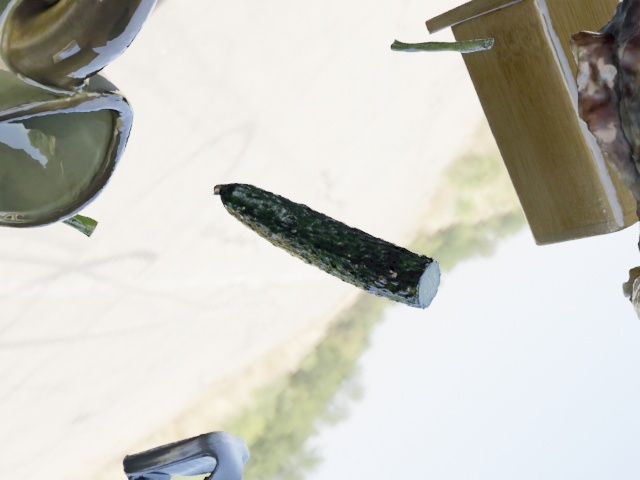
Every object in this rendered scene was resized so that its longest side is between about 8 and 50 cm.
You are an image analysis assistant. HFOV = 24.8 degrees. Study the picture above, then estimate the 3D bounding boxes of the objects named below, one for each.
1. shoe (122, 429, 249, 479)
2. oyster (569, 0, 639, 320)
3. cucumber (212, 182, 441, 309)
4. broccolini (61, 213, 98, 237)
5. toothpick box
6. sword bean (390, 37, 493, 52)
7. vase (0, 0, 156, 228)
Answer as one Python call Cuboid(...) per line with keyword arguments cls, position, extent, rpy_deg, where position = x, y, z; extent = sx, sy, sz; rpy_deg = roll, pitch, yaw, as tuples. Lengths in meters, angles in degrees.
Cuboid(cls="shoe", position=(-0.135, 0.269, 1.626), extent=(0.108, 0.093, 0.241), rpy_deg=(-16, 169, 10))
Cuboid(cls="oyster", position=(0.274, -0.096, 0.984), extent=(0.275, 0.271, 0.100), rpy_deg=(-33, 140, 1))
Cuboid(cls="cucumber", position=(0.000, 0.000, 1.663), extent=(0.067, 0.293, 0.067), rpy_deg=(-46, 149, -39))
Cuboid(cls="broccolini", position=(-0.341, -0.071, 1.558), extent=(0.054, 0.239, 0.051), rpy_deg=(-53, 168, -46))
Cuboid(cls="toothpick box", position=(0.291, -0.168, 1.711), extent=(0.187, 0.308, 0.190), rpy_deg=(-29, -170, -41))
Cuboid(cls="sword bean", position=(0.085, -0.136, 1.018), extent=(0.083, 0.012, 0.012), rpy_deg=(4, -150, 36))
Cuboid(cls="vase", position=(-0.196, -0.165, 0.836), extent=(0.241, 0.302, 0.329), rpy_deg=(-14, 176, -44))
